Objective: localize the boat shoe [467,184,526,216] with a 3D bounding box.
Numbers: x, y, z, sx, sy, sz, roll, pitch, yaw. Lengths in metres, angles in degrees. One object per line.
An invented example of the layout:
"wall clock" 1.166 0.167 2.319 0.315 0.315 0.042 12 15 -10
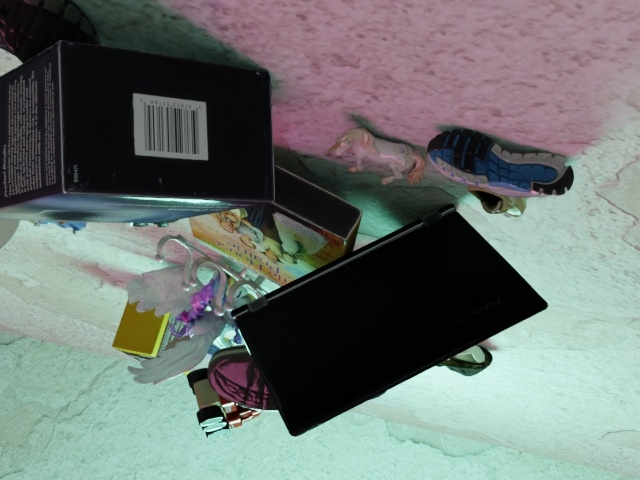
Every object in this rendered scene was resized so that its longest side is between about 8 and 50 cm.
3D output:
"boat shoe" 0.245 -0.061 1.297 0.050 0.045 0.135 -4 153 45

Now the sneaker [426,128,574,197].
"sneaker" 0.227 -0.088 1.204 0.191 0.071 0.083 17 167 -2

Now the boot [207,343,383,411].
"boot" -0.060 0.222 1.933 0.378 0.138 0.284 -1 -155 -13

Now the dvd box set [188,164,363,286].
"dvd box set" -0.091 -0.023 1.554 0.308 0.062 0.420 28 162 6

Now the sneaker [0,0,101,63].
"sneaker" -0.396 -0.289 1.131 0.267 0.101 0.106 23 -170 -39

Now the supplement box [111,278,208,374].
"supplement box" -0.420 0.232 2.428 0.129 0.191 0.194 7 160 25

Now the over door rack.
"over door rack" -0.152 0.108 1.813 0.239 0.108 0.324 30 -177 37

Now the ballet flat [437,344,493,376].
"ballet flat" 0.287 0.242 2.073 0.280 0.095 0.096 18 154 -38

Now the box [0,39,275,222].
"box" -0.262 -0.120 1.187 0.296 0.182 0.294 1 176 -40

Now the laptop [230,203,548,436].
"laptop" 0.087 0.138 1.404 0.382 0.236 0.408 -25 162 -7

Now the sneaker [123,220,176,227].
"sneaker" -0.285 -0.096 1.600 0.121 0.079 0.217 -2 153 -12

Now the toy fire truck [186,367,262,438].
"toy fire truck" -0.168 0.326 2.090 0.246 0.158 0.217 -15 157 -6

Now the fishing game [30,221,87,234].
"fishing game" -0.599 -0.058 1.989 0.264 0.041 0.189 -2 152 42

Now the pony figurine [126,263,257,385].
"pony figurine" -0.255 0.190 2.142 0.351 0.302 0.363 -24 145 11

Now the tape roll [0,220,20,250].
"tape roll" -0.712 -0.057 1.762 0.246 0.246 0.169 23 159 -22

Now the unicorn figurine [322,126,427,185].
"unicorn figurine" 0.072 -0.120 1.266 0.162 0.060 0.111 2 163 -10
